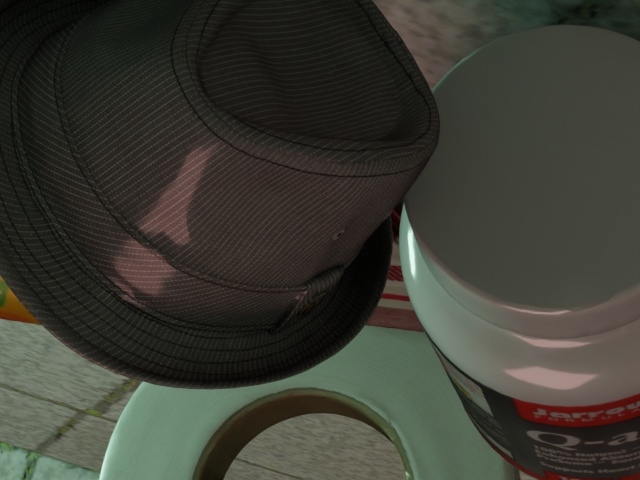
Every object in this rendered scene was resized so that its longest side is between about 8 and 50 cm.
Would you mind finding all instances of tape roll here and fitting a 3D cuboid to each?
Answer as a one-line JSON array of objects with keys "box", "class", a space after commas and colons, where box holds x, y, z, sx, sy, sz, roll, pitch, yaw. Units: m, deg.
[{"box": [-0.012, 0.239, 1.783, 0.392, 0.392, 0.072, 10, 162, 17], "class": "tape roll"}]

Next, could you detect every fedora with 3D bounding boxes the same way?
[{"box": [-0.039, -0.059, 0.982, 0.275, 0.243, 0.124, -9, 159, -49], "class": "fedora"}]

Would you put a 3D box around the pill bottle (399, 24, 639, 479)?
[{"box": [0.162, 0.020, 1.224, 0.210, 0.210, 0.363, 10, 163, 16], "class": "pill bottle"}]

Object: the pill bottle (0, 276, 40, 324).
[{"box": [-0.144, 0.002, 1.439, 0.246, 0.136, 0.136, 10, 165, -12], "class": "pill bottle"}]

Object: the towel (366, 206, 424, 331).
[{"box": [0.000, 0.000, 1.613, 0.237, 0.037, 0.329, 3, 158, 40], "class": "towel"}]
